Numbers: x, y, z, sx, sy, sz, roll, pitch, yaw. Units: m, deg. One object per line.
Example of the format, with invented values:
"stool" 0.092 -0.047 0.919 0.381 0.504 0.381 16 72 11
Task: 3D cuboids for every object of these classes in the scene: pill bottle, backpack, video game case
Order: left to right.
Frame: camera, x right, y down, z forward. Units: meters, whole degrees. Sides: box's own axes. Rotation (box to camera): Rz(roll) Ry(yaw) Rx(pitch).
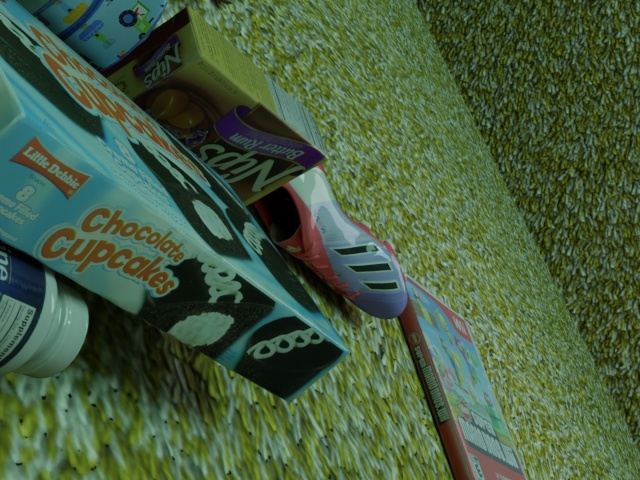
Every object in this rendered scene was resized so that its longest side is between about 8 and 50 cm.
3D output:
"pill bottle" -0.166 0.025 0.467 0.120 0.067 0.067 36 30 -52
"backpack" -0.174 -0.195 0.656 0.117 0.158 0.173 18 56 -53
"video game case" 0.170 0.189 1.193 0.204 0.025 0.285 36 30 -52

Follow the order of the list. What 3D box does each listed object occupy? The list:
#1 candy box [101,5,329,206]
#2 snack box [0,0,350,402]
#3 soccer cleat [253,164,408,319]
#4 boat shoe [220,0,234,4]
"candy box" -0.087 -0.092 0.788 0.186 0.109 0.053 36 31 -54
"snack box" -0.115 -0.031 0.590 0.187 0.060 0.322 52 6 35
"soccer cleat" 0.000 0.000 0.963 0.248 0.083 0.095 56 47 -29
"boat shoe" -0.124 -0.362 1.150 0.190 0.072 0.068 65 18 13
